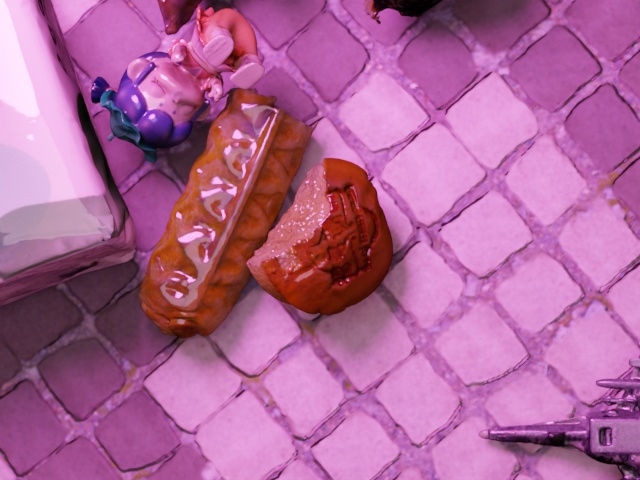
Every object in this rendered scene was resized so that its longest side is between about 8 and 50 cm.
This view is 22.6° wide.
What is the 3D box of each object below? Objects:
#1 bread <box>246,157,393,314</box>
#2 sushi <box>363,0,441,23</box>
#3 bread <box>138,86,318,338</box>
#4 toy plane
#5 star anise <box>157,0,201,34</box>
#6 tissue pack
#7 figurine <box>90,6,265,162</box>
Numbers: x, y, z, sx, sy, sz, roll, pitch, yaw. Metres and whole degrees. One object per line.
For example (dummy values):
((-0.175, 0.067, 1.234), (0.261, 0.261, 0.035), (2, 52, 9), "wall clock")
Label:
((0.009, 0.003, 1.622), (0.125, 0.086, 0.156), (36, 76, -26), "bread")
((0.092, -0.340, 1.628), (0.147, 0.115, 0.213), (-18, 80, -18), "sushi")
((-0.101, -0.024, 1.647), (0.087, 0.098, 0.269), (23, 87, 48), "bread")
((0.289, 0.194, 1.595), (0.262, 0.088, 0.192), (-2, 87, 5), "toy plane")
((-0.129, -0.364, 1.649), (0.315, 0.108, 0.315), (-6, 76, 26), "star anise")
((-0.364, -0.107, 1.623), (0.266, 0.194, 0.357), (-21, 84, 5), "tissue pack")
((-0.137, -0.155, 1.613), (0.195, 0.102, 0.111), (-34, 120, 25), "figurine")
